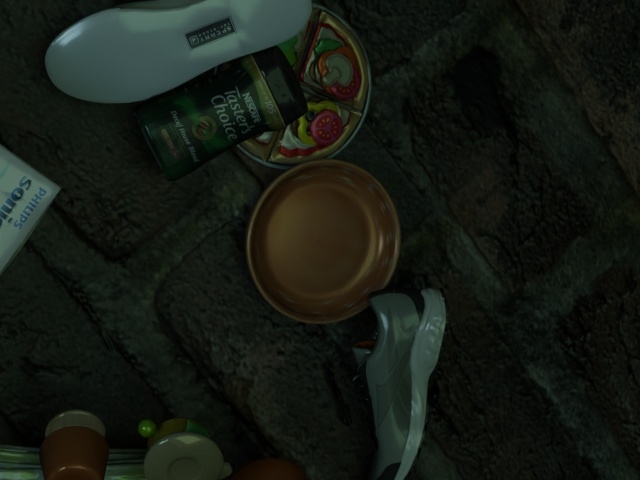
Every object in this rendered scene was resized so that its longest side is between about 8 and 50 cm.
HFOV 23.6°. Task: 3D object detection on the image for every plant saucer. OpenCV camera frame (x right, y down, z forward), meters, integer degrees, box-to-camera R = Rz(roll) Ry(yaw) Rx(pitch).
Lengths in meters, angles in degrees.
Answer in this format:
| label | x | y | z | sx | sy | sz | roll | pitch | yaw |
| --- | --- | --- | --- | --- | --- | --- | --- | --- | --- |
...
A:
| label | x | y | z | sx | sy | sz | roll | pitch | yaw |
| --- | --- | --- | --- | --- | --- | --- | --- | --- | --- |
| plant saucer | 0.000 | 0.000 | 1.838 | 0.200 | 0.037 | 0.200 | -3 | 98 | -23 |

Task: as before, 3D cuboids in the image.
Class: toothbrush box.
| label | x | y | z | sx | sy | sz | roll | pitch | yaw |
| --- | --- | --- | --- | --- | --- | --- | --- | --- | --- |
| toothbrush box | -0.433 | -0.099 | 1.554 | 0.295 | 0.216 | 0.126 | 36 | 83 | -23 |

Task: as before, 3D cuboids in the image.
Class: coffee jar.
| label | x | y | z | sx | sy | sz | roll | pitch | yaw |
| --- | --- | --- | --- | --- | --- | --- | --- | --- | --- |
| coffee jar | -0.110 | -0.146 | 1.729 | 0.184 | 0.079 | 0.096 | -26 | 102 | -1 |

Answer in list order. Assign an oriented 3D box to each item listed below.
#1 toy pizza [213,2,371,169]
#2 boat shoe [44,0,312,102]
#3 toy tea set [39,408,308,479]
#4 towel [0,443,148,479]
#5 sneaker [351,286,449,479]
| label | x | y | z | sx | sy | sz | roll | pitch | yaw |
| --- | --- | --- | --- | --- | --- | --- | --- | --- | --- |
| toy pizza | -0.029 | -0.182 | 1.805 | 0.201 | 0.032 | 0.201 | -3 | 98 | -21 |
| boat shoe | -0.161 | -0.239 | 1.711 | 0.301 | 0.102 | 0.108 | -21 | 113 | -3 |
| toy tea set | -0.156 | 0.272 | 1.704 | 0.200 | 0.124 | 0.336 | -38 | 120 | 14 |
| towel | -0.302 | 0.412 | 1.742 | 0.321 | 0.090 | 0.374 | 4 | 96 | -22 |
| sneaker | 0.084 | 0.181 | 1.866 | 0.108 | 0.100 | 0.271 | 8 | 103 | -3 |
